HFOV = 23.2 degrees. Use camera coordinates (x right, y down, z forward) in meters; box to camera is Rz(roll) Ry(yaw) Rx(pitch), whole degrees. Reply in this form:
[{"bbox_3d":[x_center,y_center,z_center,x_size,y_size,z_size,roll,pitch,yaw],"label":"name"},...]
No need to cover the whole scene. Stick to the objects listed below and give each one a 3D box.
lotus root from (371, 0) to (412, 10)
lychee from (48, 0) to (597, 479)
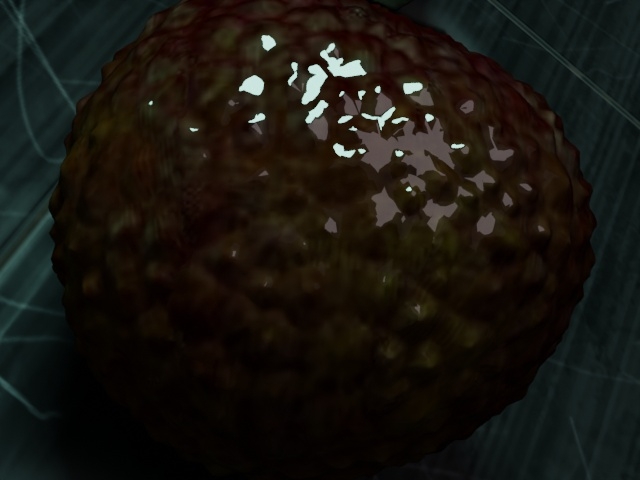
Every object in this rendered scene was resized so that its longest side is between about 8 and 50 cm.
[{"bbox_3d":[-0.016,-0.336,1.088,0.267,0.149,0.260,24,46,-27],"label":"lotus root"},{"bbox_3d":[0.000,0.000,0.758,0.260,0.260,0.260,22,47,-25],"label":"lychee"}]
